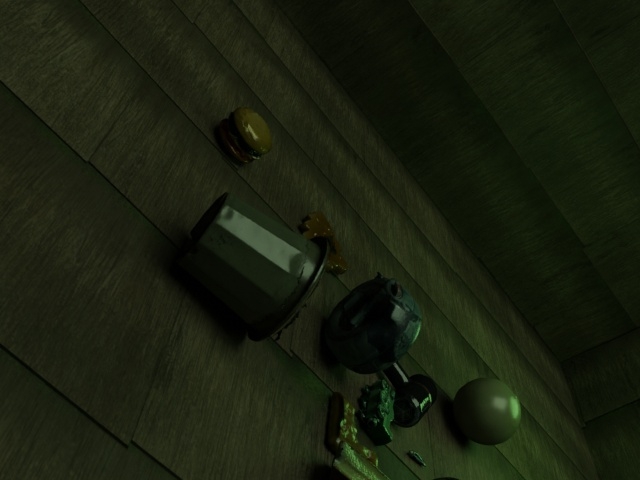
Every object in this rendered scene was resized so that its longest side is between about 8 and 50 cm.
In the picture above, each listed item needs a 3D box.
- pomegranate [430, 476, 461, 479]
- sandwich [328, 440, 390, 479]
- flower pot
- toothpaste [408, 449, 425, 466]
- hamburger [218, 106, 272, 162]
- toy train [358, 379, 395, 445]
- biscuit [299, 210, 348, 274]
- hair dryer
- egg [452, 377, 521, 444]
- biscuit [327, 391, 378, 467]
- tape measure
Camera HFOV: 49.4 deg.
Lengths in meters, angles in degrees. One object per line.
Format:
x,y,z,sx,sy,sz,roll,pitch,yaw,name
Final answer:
0.284,0.701,1.650,0.222,0.276,0.204,46,-15,-15,pomegranate
0.081,0.536,1.516,0.258,0.096,0.094,48,30,-26,sandwich
-0.151,0.038,1.492,0.259,0.290,0.290,37,27,-15,flower pot
0.267,0.600,1.920,0.083,0.019,0.027,46,8,-36,toothpaste
-0.210,-0.296,1.963,0.162,0.115,0.162,44,28,-32,hamburger
0.156,0.443,1.827,0.104,0.071,0.178,60,22,-17,toy train
0.000,0.000,2.119,0.212,0.041,0.238,34,32,-34,biscuit
0.185,0.358,1.992,0.352,0.107,0.189,53,23,9,hair dryer
0.548,0.563,2.292,0.269,0.219,0.219,54,14,-61,egg
0.080,0.476,1.667,0.183,0.039,0.174,51,21,-18,biscuit
0.130,0.216,1.828,0.147,0.256,0.275,47,-2,-22,tape measure
